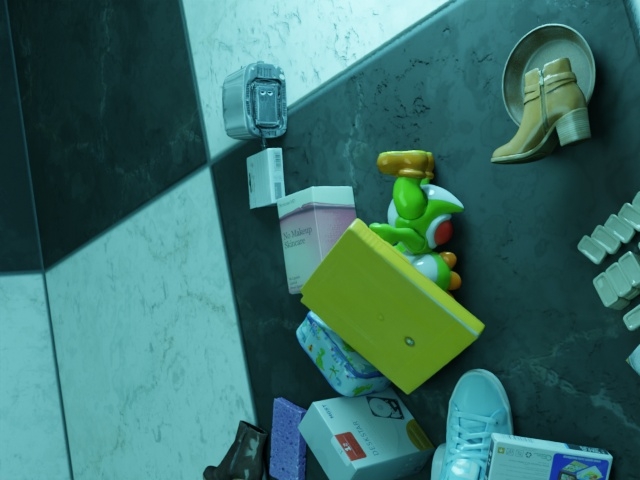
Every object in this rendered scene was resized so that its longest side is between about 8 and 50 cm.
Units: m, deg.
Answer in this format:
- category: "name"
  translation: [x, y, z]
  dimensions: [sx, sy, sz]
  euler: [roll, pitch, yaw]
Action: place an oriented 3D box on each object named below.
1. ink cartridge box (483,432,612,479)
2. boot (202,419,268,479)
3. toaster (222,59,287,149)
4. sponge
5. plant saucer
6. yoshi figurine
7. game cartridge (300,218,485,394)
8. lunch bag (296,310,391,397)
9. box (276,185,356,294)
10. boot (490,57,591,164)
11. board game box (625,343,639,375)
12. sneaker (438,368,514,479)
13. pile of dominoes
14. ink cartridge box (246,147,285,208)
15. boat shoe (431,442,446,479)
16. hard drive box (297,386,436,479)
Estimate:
- category: "ink cartridge box"
  translation: [0.390, 0.456, 1.487]
  dimensions: [0.045, 0.206, 0.208]
  euler: [-73, -9, -80]
- category: "boot"
  translation: [-0.233, 0.602, 2.344]
  dimensions: [0.248, 0.090, 0.206]
  euler: [7, 85, 51]
- category: "toaster"
  translation: [-0.171, -0.342, 2.163]
  dimensions: [0.146, 0.129, 0.226]
  euler: [1, 95, 54]
- category: "sponge"
  translation: [-0.082, 0.523, 2.174]
  dimensions: [0.117, 0.031, 0.210]
  euler: [12, 100, 50]
- category: "plant saucer"
  translation: [0.418, -0.288, 1.521]
  dimensions: [0.199, 0.036, 0.198]
  euler: [3, 93, 50]
- category: "yoshi figurine"
  translation: [0.164, 0.004, 1.741]
  dimensions: [0.203, 0.204, 0.362]
  euler: [174, 91, -66]
- category: "game cartridge"
  translation: [0.130, 0.140, 1.696]
  dimensions: [0.324, 0.053, 0.285]
  euler: [42, 139, 4]
- category: "lunch bag"
  translation: [0.065, 0.240, 1.872]
  dimensions: [0.219, 0.176, 0.090]
  euler: [50, 123, 34]
- category: "box"
  translation: [0.000, 0.000, 1.971]
  dimensions: [0.149, 0.127, 0.232]
  euler: [-17, 80, 50]
- category: "boot"
  translation: [0.378, -0.223, 1.492]
  dimensions: [0.197, 0.073, 0.152]
  euler: [-19, 79, 37]
- category: "board game box"
  translation: [0.614, 0.219, 1.306]
  dimensions: [0.243, 0.042, 0.165]
  euler: [54, 130, 34]
- category: "sneaker"
  translation: [0.289, 0.425, 1.580]
  dimensions: [0.135, 0.150, 0.365]
  euler: [1, 82, 16]
- category: "pile of dominoes"
  translation: [0.554, 0.013, 1.376]
  dimensions: [0.251, 0.040, 0.196]
  euler: [-47, 44, 36]
- category: "ink cartridge box"
  translation: [-0.145, -0.159, 2.222]
  dimensions: [0.179, 0.045, 0.145]
  euler: [172, 93, -69]
- category: "boat shoe"
  translation: [0.275, 0.561, 1.689]
  dimensions: [0.094, 0.109, 0.302]
  euler: [-2, 88, 49]
- category: "hard drive box"
  translation: [0.099, 0.422, 1.793]
  dimensions: [0.181, 0.232, 0.089]
  euler: [52, 129, 34]
